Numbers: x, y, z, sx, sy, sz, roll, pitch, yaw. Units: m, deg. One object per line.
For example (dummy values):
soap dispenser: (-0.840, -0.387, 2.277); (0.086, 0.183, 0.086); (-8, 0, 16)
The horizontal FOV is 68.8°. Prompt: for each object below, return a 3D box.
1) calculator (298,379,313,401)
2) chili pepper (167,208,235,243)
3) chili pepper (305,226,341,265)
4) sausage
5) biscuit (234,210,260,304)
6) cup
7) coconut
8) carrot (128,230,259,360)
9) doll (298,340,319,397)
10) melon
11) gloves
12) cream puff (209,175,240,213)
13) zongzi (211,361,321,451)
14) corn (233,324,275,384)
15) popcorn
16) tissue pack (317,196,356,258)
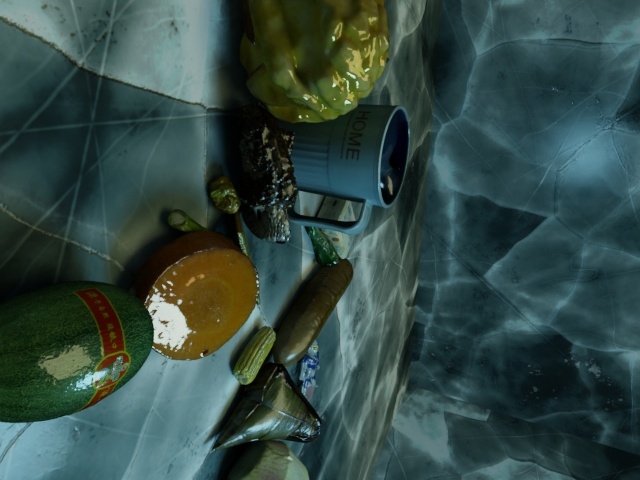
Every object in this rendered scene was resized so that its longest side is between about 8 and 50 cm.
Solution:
calculator: (-0.057, 0.565, 1.730); (0.166, 0.024, 0.103); (-12, 111, -63)
chili pepper: (-0.253, -0.018, 0.983); (0.050, 0.052, 0.202); (-48, 156, 2)
chili pepper: (0.000, 0.000, 1.535); (0.226, 0.088, 0.059); (67, 26, -49)
sausage: (-0.017, 0.213, 1.545); (0.500, 0.123, 0.136); (-53, 170, -46)
biscuit: (-0.178, 0.037, 1.130); (0.139, 0.016, 0.231); (-112, -169, -52)
cup: (0.052, -0.207, 1.267); (0.257, 0.312, 0.330); (-37, 133, -57)
coconut: (-0.146, 0.716, 1.349); (0.259, 0.260, 0.259); (11, 90, -67)
carrot: (-0.249, 0.110, 0.944); (0.307, 0.100, 0.258); (11, 100, -63)
doll: (-0.036, 0.438, 1.663); (0.114, 0.057, 0.227); (-19, 113, -54)
melon: (-0.353, 0.148, 0.669); (0.288, 0.183, 0.182); (-19, 117, -66)
gloves: (-0.122, -0.160, 1.074); (0.210, 0.135, 0.312); (-99, -171, -56)
cream puff: (-0.214, -0.099, 1.037); (0.058, 0.083, 0.083); (-24, 152, -8)
zongzi: (-0.148, 0.536, 1.317); (0.300, 0.139, 0.286); (-50, 118, -41)
corn: (-0.179, 0.312, 1.287); (0.165, 0.063, 0.085); (-56, 139, -45)
popcorn: (-0.037, -0.429, 0.993); (0.382, 0.349, 0.348); (27, 72, -29)
tissue pack: (0.057, -0.050, 1.628); (0.196, 0.092, 0.148); (67, 39, -50)
